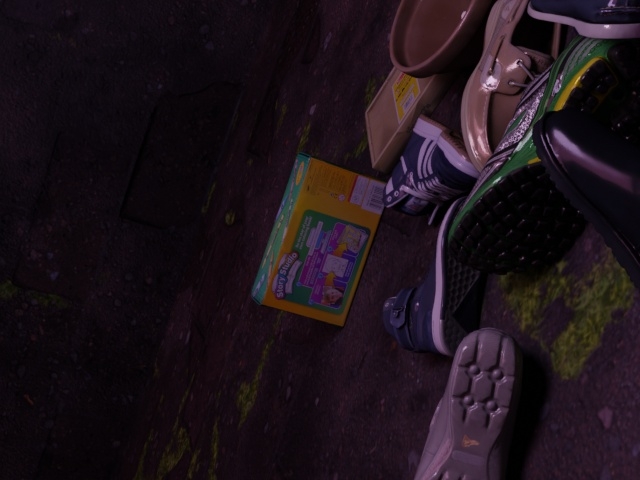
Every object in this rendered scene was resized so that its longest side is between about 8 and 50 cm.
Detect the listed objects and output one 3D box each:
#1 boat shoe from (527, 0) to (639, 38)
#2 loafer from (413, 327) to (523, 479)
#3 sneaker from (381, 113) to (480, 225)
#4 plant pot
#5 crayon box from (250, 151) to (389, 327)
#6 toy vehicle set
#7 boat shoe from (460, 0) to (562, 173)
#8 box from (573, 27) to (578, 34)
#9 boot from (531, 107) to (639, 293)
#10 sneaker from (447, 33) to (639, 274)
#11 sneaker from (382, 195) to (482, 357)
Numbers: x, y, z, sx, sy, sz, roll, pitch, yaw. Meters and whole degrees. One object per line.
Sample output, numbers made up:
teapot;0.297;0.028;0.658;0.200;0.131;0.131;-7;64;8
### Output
boat shoe;0.298;-0.278;1.067;0.254;0.095;0.079;-98;7;-71
loafer;0.177;0.262;1.142;0.111;0.112;0.319;7;-80;-74
sneaker;0.174;-0.086;1.404;0.153;0.099;0.282;-63;15;12
plant pot;0.218;-0.347;1.471;0.237;0.110;0.237;-44;33;39
crayon box;0.000;0.000;1.701;0.278;0.165;0.081;-71;20;5
toy vehicle set;0.161;-0.266;1.681;0.267;0.035;0.166;-56;26;39
boat shoe;0.267;-0.222;1.272;0.098;0.109;0.302;-33;38;62
box;0.320;-0.373;1.124;0.233;0.044;0.159;64;162;-9
boot;0.336;-0.081;0.896;0.246;0.094;0.207;60;138;21
sneaker;0.275;-0.101;1.152;0.343;0.134;0.146;-54;19;23
sneaker;0.161;0.052;1.351;0.163;0.086;0.226;-12;64;64
